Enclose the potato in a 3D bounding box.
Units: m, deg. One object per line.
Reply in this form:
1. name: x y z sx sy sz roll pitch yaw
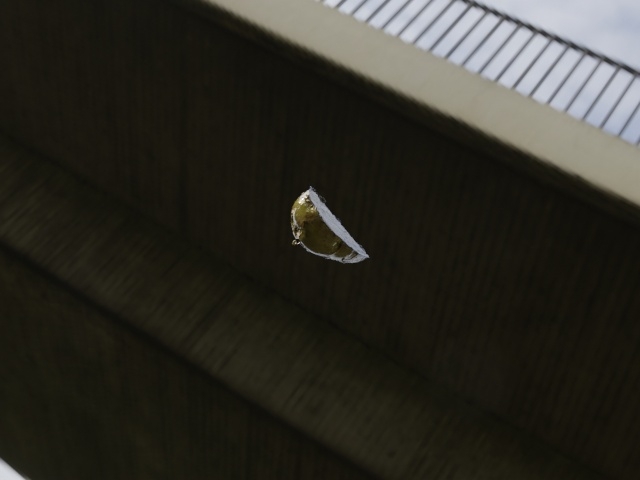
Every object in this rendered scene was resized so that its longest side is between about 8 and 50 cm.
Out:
1. potato: 0.000 0.000 2.009 0.089 0.100 0.172 -36 -80 14
